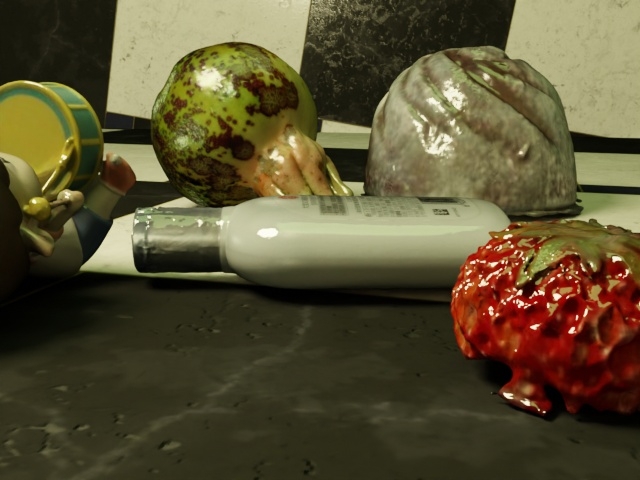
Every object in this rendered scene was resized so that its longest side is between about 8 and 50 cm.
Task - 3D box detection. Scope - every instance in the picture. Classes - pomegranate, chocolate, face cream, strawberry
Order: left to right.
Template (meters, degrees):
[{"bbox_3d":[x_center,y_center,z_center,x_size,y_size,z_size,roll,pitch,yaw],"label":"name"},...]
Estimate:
[{"bbox_3d":[-0.073,-0.130,0.893,0.277,0.203,0.222,12,1,33],"label":"pomegranate"},{"bbox_3d":[0.000,0.000,0.588,0.292,0.070,0.144,0,11,-5],"label":"face cream"},{"bbox_3d":[0.207,-0.151,0.987,0.304,0.212,0.303,0,11,0],"label":"chocolate"},{"bbox_3d":[0.142,0.035,0.404,0.145,0.086,0.145,-1,13,0],"label":"strawberry"}]

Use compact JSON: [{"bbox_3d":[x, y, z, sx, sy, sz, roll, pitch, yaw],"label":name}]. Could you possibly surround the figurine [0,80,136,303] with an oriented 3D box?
[{"bbox_3d":[-0.249,-0.027,0.490,0.161,0.158,0.275,-1,11,13],"label":"figurine"}]
